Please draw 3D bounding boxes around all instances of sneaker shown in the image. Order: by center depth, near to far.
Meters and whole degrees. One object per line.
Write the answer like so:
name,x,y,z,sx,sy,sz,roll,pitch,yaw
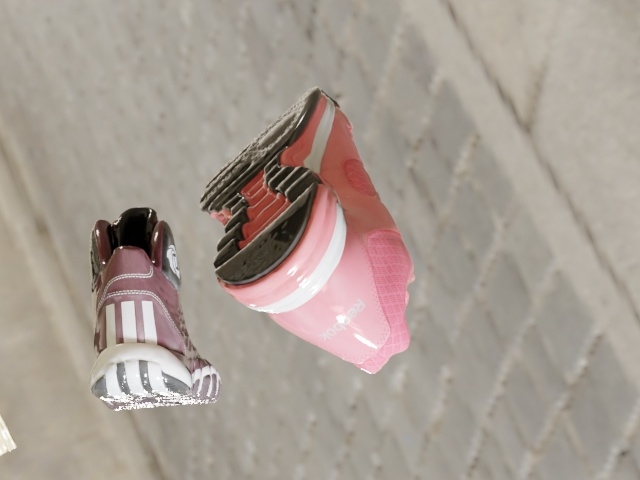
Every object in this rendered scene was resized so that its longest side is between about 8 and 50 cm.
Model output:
sneaker,0.000,0.001,1.383,0.136,0.116,0.314,45,-164,-17
sneaker,-0.142,0.057,1.692,0.281,0.106,0.162,107,158,-81

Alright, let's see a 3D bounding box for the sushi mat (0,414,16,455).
sushi mat,-0.426,0.106,1.949,0.019,0.151,0.316,-114,3,-65
